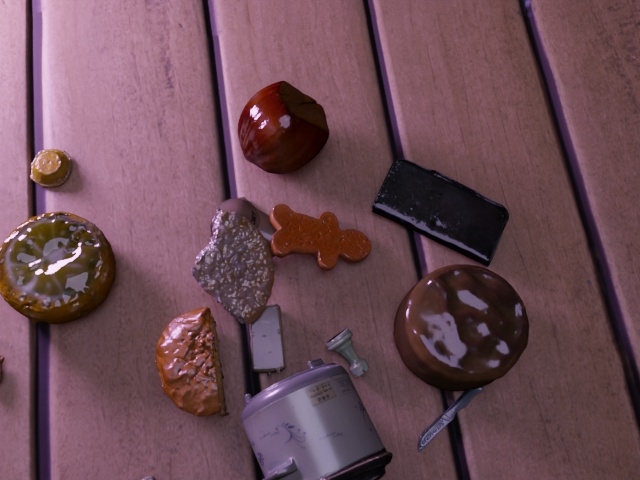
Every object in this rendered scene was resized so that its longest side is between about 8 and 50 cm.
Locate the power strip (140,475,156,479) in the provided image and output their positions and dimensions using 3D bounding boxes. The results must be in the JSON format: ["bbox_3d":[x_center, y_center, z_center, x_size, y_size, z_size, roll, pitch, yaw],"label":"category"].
[{"bbox_3d":[-0.317,0.658,1.361,0.106,0.043,0.367,-26,75,-12],"label":"power strip"}]

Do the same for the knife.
[{"bbox_3d":[0.288,0.393,1.519,0.210,0.015,0.028,-39,83,-15],"label":"knife"}]

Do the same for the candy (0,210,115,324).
[{"bbox_3d":[-0.590,0.059,1.514,0.260,0.118,0.259,1,66,-2],"label":"candy"}]

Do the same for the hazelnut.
[{"bbox_3d":[-0.095,-0.268,1.648,0.181,0.181,0.212,-27,74,-43],"label":"hazelnut"}]

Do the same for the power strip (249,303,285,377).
[{"bbox_3d":[-0.122,0.229,1.535,0.076,0.028,0.168,-3,69,-6],"label":"power strip"}]

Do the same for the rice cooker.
[{"bbox_3d":[-0.007,0.411,1.362,0.317,0.264,0.316,31,38,-28],"label":"rice cooker"}]

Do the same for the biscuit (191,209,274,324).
[{"bbox_3d":[-0.198,0.062,1.527,0.188,0.040,0.265,-8,87,-18],"label":"biscuit"}]

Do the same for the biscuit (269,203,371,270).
[{"bbox_3d":[0.000,0.000,1.602,0.250,0.036,0.165,10,54,-15],"label":"biscuit"}]

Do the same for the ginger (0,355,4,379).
[{"bbox_3d":[-0.732,0.254,1.470,0.057,0.044,0.137,-31,81,-44],"label":"ginger"}]

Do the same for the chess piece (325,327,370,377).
[{"bbox_3d":[0.066,0.256,1.526,0.067,0.067,0.103,-36,86,-15],"label":"chess piece"}]

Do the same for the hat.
[{"bbox_3d":[-0.161,-0.037,1.594,0.175,0.085,0.147,19,69,3],"label":"hat"}]

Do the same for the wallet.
[{"bbox_3d":[0.298,-0.075,1.667,0.318,0.045,0.172,25,74,4],"label":"wallet"}]

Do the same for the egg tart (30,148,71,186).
[{"bbox_3d":[-0.651,-0.179,1.628,0.105,0.039,0.105,2,71,-6],"label":"egg tart"}]

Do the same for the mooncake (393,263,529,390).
[{"bbox_3d":[0.315,0.192,1.517,0.284,0.155,0.284,2,67,-4],"label":"mooncake"}]

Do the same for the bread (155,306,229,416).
[{"bbox_3d":[-0.275,0.271,1.458,0.140,0.143,0.229,-12,69,3],"label":"bread"}]
